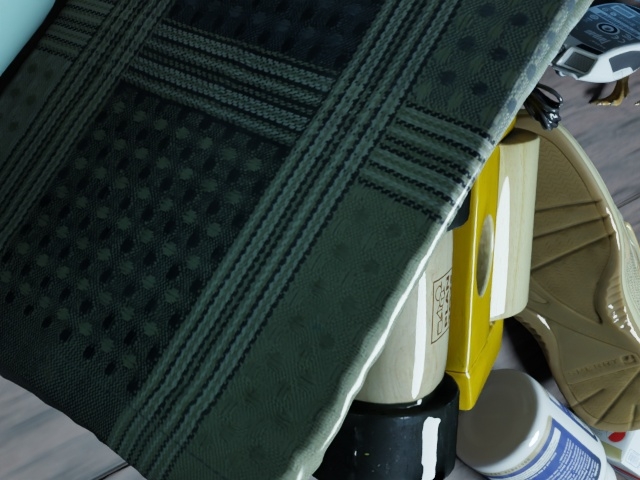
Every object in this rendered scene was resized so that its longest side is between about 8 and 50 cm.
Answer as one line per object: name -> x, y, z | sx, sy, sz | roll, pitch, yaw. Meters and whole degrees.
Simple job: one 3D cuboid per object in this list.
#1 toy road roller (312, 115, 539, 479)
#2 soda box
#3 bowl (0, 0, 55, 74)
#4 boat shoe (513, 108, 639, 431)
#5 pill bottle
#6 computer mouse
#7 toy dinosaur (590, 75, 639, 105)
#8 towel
toy road roller -> 0.000, 0.000, 0.651 | 0.329, 0.240, 0.203 | -31, 125, -64
soda box -> 0.344, 0.220, 1.015 | 0.216, 0.074, 0.069 | 35, 79, -37
bowl -> -0.215, -0.156, 0.372 | 0.163, 0.311, 0.312 | -42, 122, -32
boat shoe -> 0.217, 0.018, 0.862 | 0.341, 0.121, 0.110 | 61, 29, -29
pill bottle -> 0.197, 0.192, 0.885 | 0.169, 0.094, 0.094 | 40, 76, -36
computer mouse -> 0.206, -0.144, 0.788 | 0.193, 0.106, 0.042 | -21, 139, -32
toy dinosaur -> 0.291, -0.178, 0.889 | 0.211, 0.064, 0.112 | -10, 105, -35
towel -> -0.050, -0.054, 0.492 | 0.324, 0.312, 0.056 | -57, 142, -8
